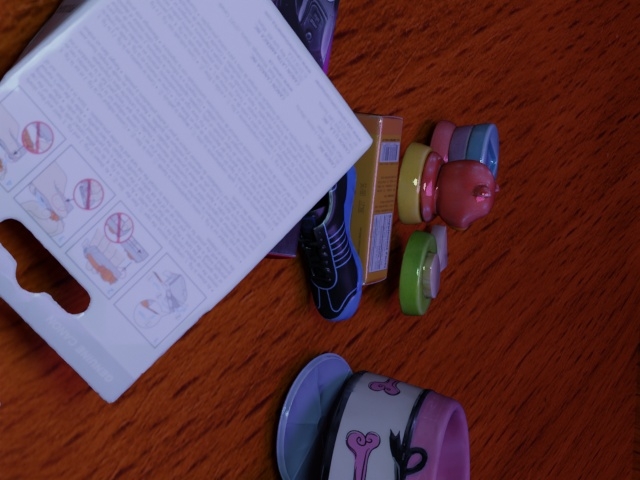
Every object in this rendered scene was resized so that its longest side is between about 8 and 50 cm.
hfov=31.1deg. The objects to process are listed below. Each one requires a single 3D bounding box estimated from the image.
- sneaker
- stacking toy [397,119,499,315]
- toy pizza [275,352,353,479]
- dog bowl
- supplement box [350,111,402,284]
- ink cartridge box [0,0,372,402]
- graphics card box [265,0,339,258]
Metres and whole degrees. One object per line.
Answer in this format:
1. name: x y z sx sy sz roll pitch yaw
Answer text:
1. sneaker: 0.000 0.000 1.523 0.090 0.081 0.232 -16 105 -54
2. stacking toy: 0.216 -0.033 1.751 0.309 0.130 0.279 -46 140 -62
3. toy pizza: -0.010 0.256 1.620 0.201 0.032 0.201 -22 116 -54
4. dog bowl: 0.117 0.393 1.649 0.408 0.150 0.407 1 90 -74
5. supplement box: 0.055 -0.060 1.593 0.080 0.078 0.233 -5 103 -62
6. ink cartridge box: -0.172 -0.084 1.117 0.385 0.091 0.308 -46 118 -14
7. graphics card box: -0.091 -0.169 1.304 0.233 0.094 0.370 11 89 -59
